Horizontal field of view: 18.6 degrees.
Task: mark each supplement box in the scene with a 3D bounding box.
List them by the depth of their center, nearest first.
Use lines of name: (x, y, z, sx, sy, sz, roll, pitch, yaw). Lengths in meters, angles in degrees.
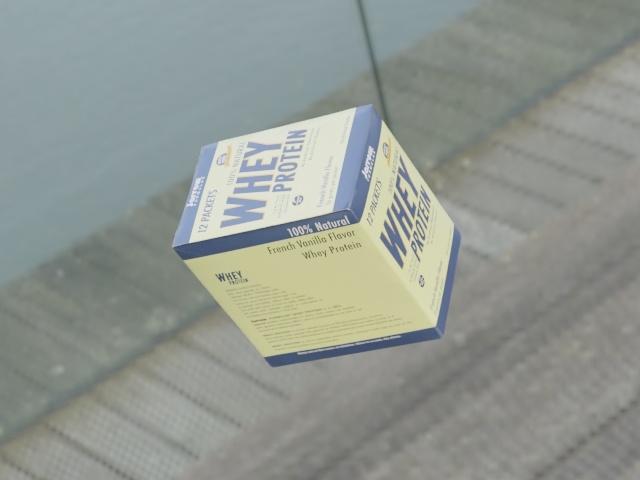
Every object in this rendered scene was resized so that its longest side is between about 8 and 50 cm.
supplement box: (0.000, 0.000, 0.792, 0.083, 0.083, 0.056, -12, 45, 28)
